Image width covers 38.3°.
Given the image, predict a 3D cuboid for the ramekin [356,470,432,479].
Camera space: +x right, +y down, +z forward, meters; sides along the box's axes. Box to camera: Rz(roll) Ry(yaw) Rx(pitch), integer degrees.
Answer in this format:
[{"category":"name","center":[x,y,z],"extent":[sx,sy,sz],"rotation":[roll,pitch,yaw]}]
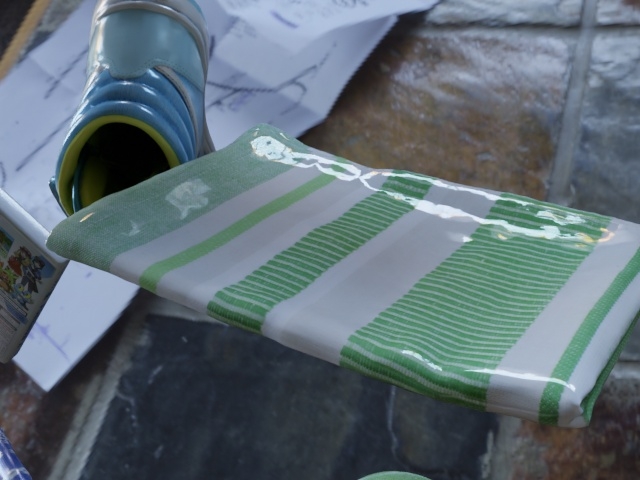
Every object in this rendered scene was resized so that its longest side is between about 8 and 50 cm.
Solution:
[{"category":"ramekin","center":[0.057,0.416,0.998],"extent":[0.303,0.148,0.303],"rotation":[1,91,43]}]

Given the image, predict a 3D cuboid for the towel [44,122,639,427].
[{"category":"towel","center":[0.036,0.002,0.583],"extent":[0.325,0.038,0.248],"rotation":[19,29,24]}]

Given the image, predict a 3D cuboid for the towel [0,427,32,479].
[{"category":"towel","center":[-0.160,0.258,0.529],"extent":[0.040,0.243,0.336],"rotation":[-4,23,-38]}]

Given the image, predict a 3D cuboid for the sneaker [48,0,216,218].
[{"category":"sneaker","center":[-0.159,-0.040,0.805],"extent":[0.127,0.319,0.208],"rotation":[2,50,1]}]

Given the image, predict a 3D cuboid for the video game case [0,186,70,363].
[{"category":"video game case","center":[-0.523,-0.006,1.314],"extent":[0.329,0.300,0.036],"rotation":[43,44,1]}]
